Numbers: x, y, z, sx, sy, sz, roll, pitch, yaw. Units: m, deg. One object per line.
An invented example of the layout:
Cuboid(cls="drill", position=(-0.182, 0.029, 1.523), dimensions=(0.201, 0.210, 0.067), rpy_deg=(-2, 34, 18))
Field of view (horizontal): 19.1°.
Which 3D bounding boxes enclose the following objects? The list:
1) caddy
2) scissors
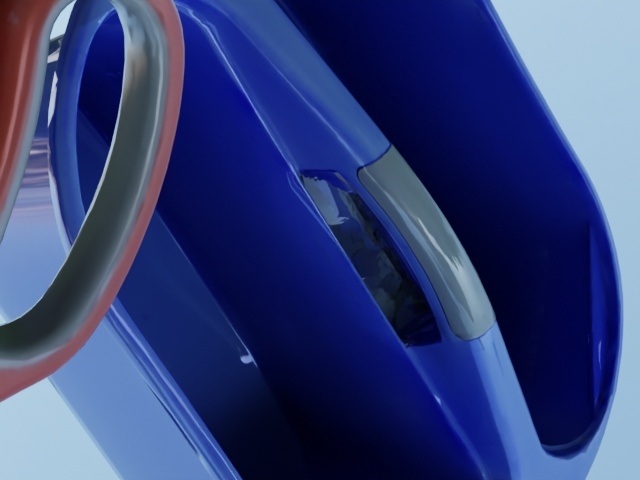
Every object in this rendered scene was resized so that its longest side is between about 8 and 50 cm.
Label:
Cuboid(cls="caddy", position=(0.000, 0.000, 0.841), dimensions=(0.241, 0.341, 0.179), rpy_deg=(-44, -155, -27))
Cuboid(cls="scissors", position=(-0.106, 0.073, 0.413), dimensions=(0.109, 0.297, 0.021), rpy_deg=(5, -162, -41))
